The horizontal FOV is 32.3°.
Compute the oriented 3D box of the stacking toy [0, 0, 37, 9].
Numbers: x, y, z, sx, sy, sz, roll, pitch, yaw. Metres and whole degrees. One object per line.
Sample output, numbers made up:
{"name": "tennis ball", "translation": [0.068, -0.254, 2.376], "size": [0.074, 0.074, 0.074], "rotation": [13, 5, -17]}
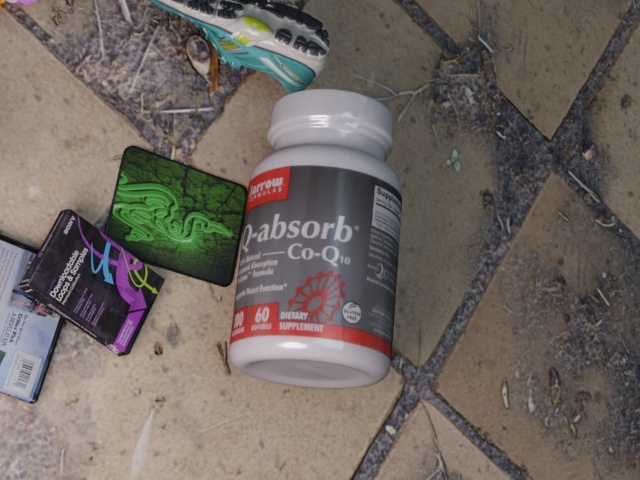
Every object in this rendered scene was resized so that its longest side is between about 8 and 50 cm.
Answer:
{"name": "stacking toy", "translation": [-0.371, -0.359, 1.385], "size": [0.175, 0.166, 0.302], "rotation": [44, 70, -28]}

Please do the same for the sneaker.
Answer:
{"name": "sneaker", "translation": [-0.125, -0.288, 1.531], "size": [0.275, 0.110, 0.107], "rotation": [28, 45, -4]}

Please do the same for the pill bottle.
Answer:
{"name": "pill bottle", "translation": [0.000, 0.000, 1.465], "size": [0.210, 0.210, 0.363], "rotation": [15, 69, -28]}

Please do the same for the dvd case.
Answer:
{"name": "dvd case", "translation": [-0.424, 0.067, 1.297], "size": [0.253, 0.022, 0.180], "rotation": [25, 64, -24]}

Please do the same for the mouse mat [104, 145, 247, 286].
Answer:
{"name": "mouse mat", "translation": [-0.189, -0.031, 1.479], "size": [0.190, 0.007, 0.152], "rotation": [19, 68, -26]}

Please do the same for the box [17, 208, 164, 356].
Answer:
{"name": "box", "translation": [-0.279, 0.053, 1.365], "size": [0.162, 0.029, 0.116], "rotation": [39, 57, -29]}
